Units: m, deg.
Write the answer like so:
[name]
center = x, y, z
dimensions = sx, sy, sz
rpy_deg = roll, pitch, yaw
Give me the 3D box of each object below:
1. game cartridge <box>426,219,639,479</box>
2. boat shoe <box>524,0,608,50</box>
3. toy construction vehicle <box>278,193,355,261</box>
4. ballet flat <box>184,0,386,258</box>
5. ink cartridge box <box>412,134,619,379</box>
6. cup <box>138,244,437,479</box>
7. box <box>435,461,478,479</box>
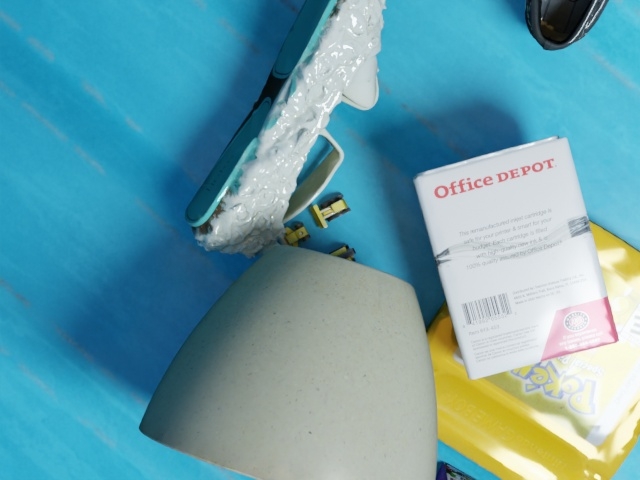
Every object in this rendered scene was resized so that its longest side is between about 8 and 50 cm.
[game cartridge]
center = 0.279, 0.137, 1.186
dimensions = 0.285, 0.052, 0.324
rpy_deg = 32, 94, 1
[boat shoe]
center = 0.288, -0.358, 1.045
dimensions = 0.127, 0.113, 0.340
rpy_deg = 22, 127, 8
[toy construction vehicle]
center = 0.000, 0.000, 1.203
dimensions = 0.098, 0.035, 0.086
rpy_deg = -25, 92, 5
[ballet flat]
center = -0.015, -0.156, 1.162
dimensions = 0.147, 0.147, 0.409
rpy_deg = 32, 99, 1
[ink cartridge box]
center = 0.216, 0.016, 1.108
dimensions = 0.172, 0.100, 0.237
rpy_deg = -15, 94, 6
[cup]
center = -0.007, 0.142, 1.091
dimensions = 0.331, 0.331, 0.237
rpy_deg = 16, 81, 3
[box]
center = 0.261, 0.377, 1.128
dimensions = 0.293, 0.201, 0.057
rpy_deg = 29, 95, 2
